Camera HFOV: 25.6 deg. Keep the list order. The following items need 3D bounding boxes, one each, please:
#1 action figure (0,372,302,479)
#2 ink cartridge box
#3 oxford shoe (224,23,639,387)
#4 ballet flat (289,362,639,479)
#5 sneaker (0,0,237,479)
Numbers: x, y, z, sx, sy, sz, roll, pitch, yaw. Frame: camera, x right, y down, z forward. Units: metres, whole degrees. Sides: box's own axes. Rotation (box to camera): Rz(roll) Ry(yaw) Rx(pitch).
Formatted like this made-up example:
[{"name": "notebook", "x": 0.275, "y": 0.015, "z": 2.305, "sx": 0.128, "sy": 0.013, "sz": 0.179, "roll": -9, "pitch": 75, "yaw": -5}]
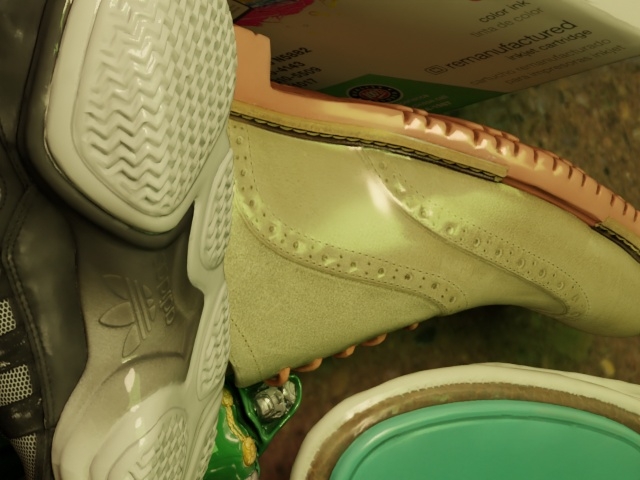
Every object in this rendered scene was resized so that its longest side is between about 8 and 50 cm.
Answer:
[{"name": "action figure", "x": -0.094, "y": 0.110, "z": 0.601, "sx": 0.232, "sy": 0.063, "sz": 0.137, "roll": -29, "pitch": 96, "yaw": -40}, {"name": "ink cartridge box", "x": -0.009, "y": -0.158, "z": 0.620, "sx": 0.278, "sy": 0.201, "sz": 0.117, "roll": 18, "pitch": 73, "yaw": -33}, {"name": "oxford shoe", "x": 0.000, "y": 0.000, "z": 0.657, "sx": 0.397, "sy": 0.140, "sz": 0.147, "roll": 17, "pitch": 88, "yaw": -24}, {"name": "ballet flat", "x": 0.144, "y": 0.123, "z": 0.730, "sx": 0.400, "sy": 0.139, "sz": 0.139, "roll": 8, "pitch": 77, "yaw": -27}, {"name": "sneaker", "x": -0.115, "y": 0.013, "z": 0.501, "sx": 0.101, "sy": 0.153, "sz": 0.269, "roll": -57, "pitch": 156, "yaw": -61}]
